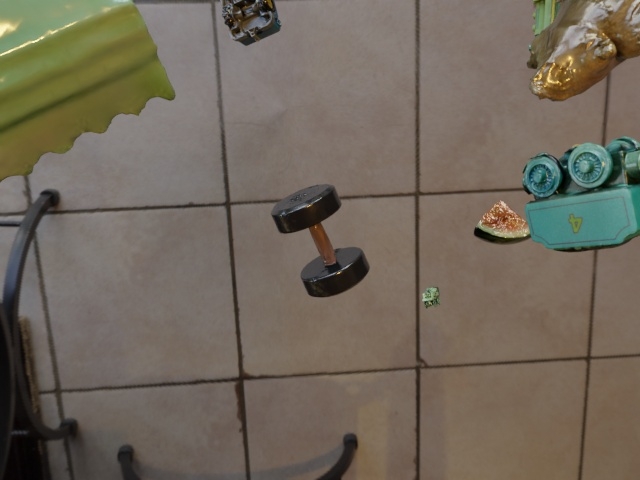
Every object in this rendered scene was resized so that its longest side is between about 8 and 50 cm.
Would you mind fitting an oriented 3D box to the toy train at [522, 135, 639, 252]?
[{"bbox_3d":[0.388,-0.065,0.813,0.107,0.198,0.154,-16,93,-31],"label":"toy train"}]

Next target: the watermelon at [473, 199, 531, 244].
[{"bbox_3d":[0.375,-0.038,1.183,0.125,0.135,0.094,-2,94,-1],"label":"watermelon"}]

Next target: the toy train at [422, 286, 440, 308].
[{"bbox_3d":[0.303,0.156,1.529,0.033,0.083,0.053,-11,87,27],"label":"toy train"}]

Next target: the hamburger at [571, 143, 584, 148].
[{"bbox_3d":[0.918,-0.271,1.885,0.147,0.138,0.083,18,101,-37],"label":"hamburger"}]

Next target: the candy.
[{"bbox_3d":[-0.303,-0.172,0.408,0.263,0.398,0.172,-27,138,-17],"label":"candy"}]

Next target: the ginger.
[{"bbox_3d":[0.408,-0.299,0.830,0.123,0.219,0.270,37,74,-28],"label":"ginger"}]

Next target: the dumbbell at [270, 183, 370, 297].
[{"bbox_3d":[0.000,0.000,1.223,0.153,0.152,0.218,-24,106,2],"label":"dumbbell"}]

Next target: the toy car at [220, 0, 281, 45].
[{"bbox_3d":[-0.140,-0.478,1.104,0.097,0.100,0.191,-16,86,19],"label":"toy car"}]

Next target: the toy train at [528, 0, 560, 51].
[{"bbox_3d":[0.751,-0.729,1.765,0.150,0.237,0.368,-3,98,-32],"label":"toy train"}]
